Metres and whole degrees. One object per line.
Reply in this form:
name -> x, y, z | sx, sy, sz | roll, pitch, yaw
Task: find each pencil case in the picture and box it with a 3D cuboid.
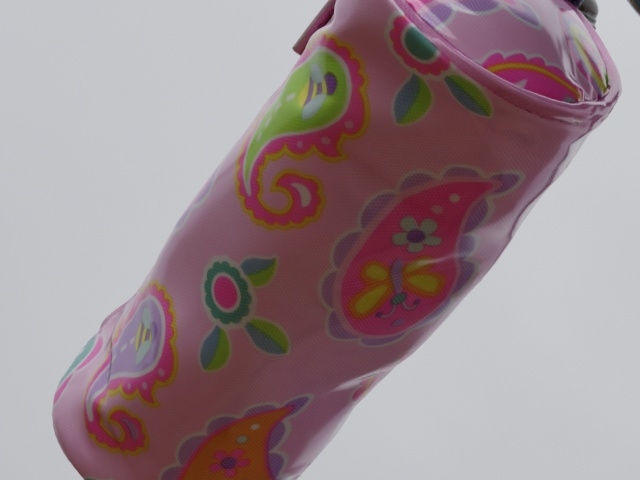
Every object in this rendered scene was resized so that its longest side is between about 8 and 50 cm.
pencil case -> 0.000, 0.000, 0.662 | 0.124, 0.124, 0.284 | 32, -58, -8

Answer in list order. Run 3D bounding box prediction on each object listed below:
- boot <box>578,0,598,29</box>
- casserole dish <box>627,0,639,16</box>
boot -> 0.125, -0.232, 1.057 | 0.219, 0.106, 0.082 | 38, 2, -20
casserole dish -> 0.118, -0.139, 0.545 | 0.114, 0.037, 0.188 | -13, -69, 57
